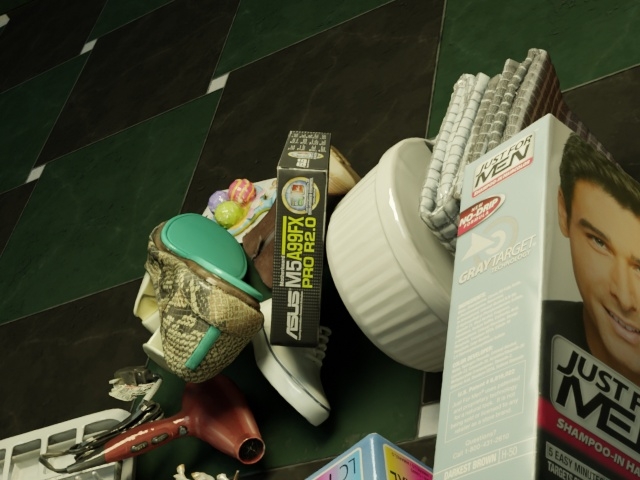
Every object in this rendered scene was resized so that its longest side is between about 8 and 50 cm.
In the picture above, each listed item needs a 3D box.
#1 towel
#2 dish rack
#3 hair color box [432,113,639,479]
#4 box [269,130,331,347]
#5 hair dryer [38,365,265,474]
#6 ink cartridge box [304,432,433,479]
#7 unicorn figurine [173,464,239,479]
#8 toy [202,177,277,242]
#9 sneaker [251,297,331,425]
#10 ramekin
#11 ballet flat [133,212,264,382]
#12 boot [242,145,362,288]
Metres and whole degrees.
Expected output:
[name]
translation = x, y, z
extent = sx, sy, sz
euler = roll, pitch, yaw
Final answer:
[towel]
translation = 0.244, -0.054, 1.205
extent = 0.121, 0.235, 0.283
euler = -30, 26, 40
[dish rack]
translation = -0.366, 0.391, 1.411
extent = 0.286, 0.072, 0.332
euler = -17, 38, 10
[hair color box]
translation = 0.213, 0.092, 0.928
extent = 0.114, 0.185, 0.374
euler = -34, 33, 41
[box]
translation = -0.023, -0.011, 1.358
extent = 0.060, 0.216, 0.270
euler = 3, 15, 1
[hair dryer]
translation = -0.192, 0.251, 1.391
extent = 0.294, 0.080, 0.223
euler = -3, 31, 29
[ink cartridge box]
translation = 0.019, 0.410, 0.939
extent = 0.270, 0.151, 0.395
euler = -41, 32, 27
[unicorn figurine]
translation = -0.156, 0.327, 1.340
extent = 0.162, 0.060, 0.111
euler = -55, 44, 2
[toy]
translation = -0.129, -0.059, 1.753
extent = 0.237, 0.056, 0.136
euler = -7, 45, 39
[sneaker]
translation = -0.031, 0.137, 1.397
extent = 0.091, 0.094, 0.258
euler = -42, 33, 5
[ramekin]
translation = 0.124, 0.026, 1.240
extent = 0.127, 0.273, 0.272
euler = -34, 32, 31
[ballet flat]
translation = -0.186, 0.081, 1.496
extent = 0.182, 0.164, 0.483
euler = -57, 14, 4
[boot]
translation = 0.000, 0.000, 1.560
extent = 0.207, 0.090, 0.248
euler = -50, 45, 16
